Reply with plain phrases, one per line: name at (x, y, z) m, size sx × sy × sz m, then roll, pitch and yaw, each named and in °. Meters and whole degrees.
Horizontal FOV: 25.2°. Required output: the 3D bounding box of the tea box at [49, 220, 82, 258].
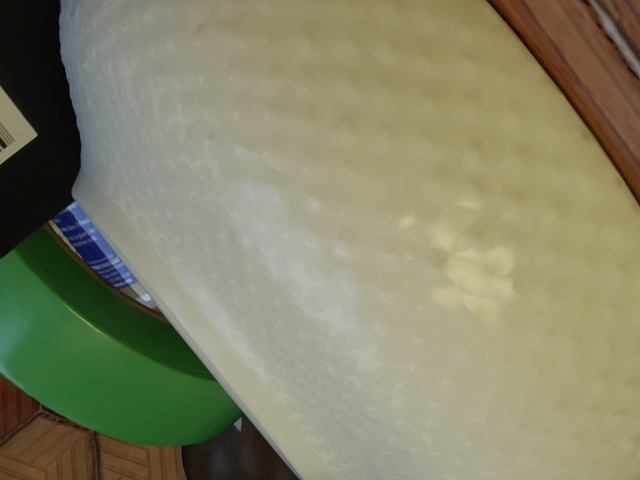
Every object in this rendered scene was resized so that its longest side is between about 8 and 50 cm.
tea box at (-0.313, -0.051, 1.451) m, size 0.220 × 0.329 × 0.323 m, roll 54°, pitch 172°, yaw -17°

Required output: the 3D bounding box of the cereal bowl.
cereal bowl at (0.000, 0.000, 0.603) m, size 0.339 × 0.141 × 0.339 m, roll 50°, pitch 173°, yaw 8°

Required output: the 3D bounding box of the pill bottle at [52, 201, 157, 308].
pill bottle at (-0.185, -0.082, 1.233) m, size 0.265 × 0.153 × 0.153 m, roll 54°, pitch 172°, yaw -16°

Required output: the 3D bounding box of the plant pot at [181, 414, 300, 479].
plant pot at (-0.058, 0.169, 1.569) m, size 0.215 × 0.215 × 0.230 m, roll 47°, pitch 157°, yaw 30°

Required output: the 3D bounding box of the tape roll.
tape roll at (-0.147, -0.008, 1.011) m, size 0.321 × 0.077 × 0.321 m, roll 36°, pitch -153°, yaw -22°

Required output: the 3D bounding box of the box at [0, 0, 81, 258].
box at (-0.265, -0.131, 0.774) m, size 0.312 × 0.343 × 0.179 m, roll 46°, pitch 171°, yaw 37°
